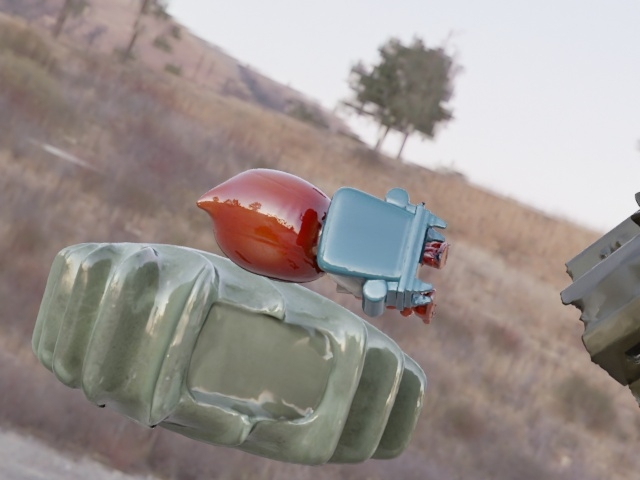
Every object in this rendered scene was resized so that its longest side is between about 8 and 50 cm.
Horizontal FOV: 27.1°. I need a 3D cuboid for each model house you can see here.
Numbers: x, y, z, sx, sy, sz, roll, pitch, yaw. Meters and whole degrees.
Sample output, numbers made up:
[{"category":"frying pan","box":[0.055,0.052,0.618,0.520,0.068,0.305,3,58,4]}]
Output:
[{"category":"model house","box":[0.328,0.027,0.990,0.204,0.243,0.211,32,27,-41]}]

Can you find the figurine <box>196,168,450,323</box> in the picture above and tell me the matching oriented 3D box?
[{"category":"figurine","box":[0.000,0.000,0.738,0.140,0.068,0.075,14,-17,12]}]

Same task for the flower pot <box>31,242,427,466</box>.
[{"category":"flower pot","box":[-0.076,0.109,1.261,0.367,0.164,0.254,19,-5,-24]}]
